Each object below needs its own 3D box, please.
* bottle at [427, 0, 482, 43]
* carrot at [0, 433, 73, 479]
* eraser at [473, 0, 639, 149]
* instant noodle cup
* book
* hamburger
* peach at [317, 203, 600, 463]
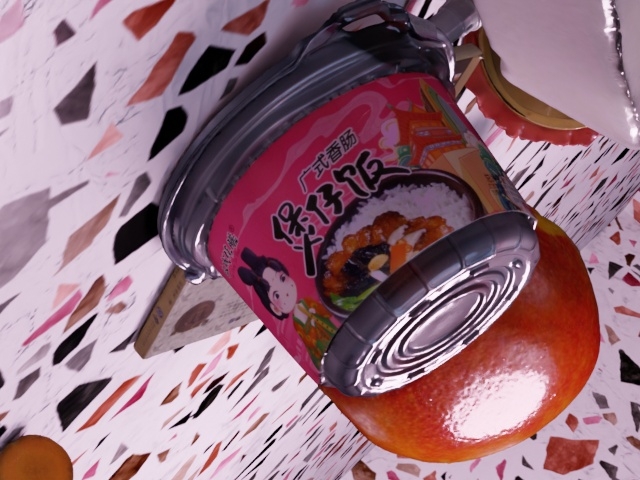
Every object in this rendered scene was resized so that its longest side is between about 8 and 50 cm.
[{"bbox_3d":[0.157,-0.220,1.322,0.217,0.060,0.060,-43,167,-24],"label":"bottle"},{"bbox_3d":[-0.252,0.226,1.337,0.061,0.061,0.209,-40,171,-34],"label":"carrot"},{"bbox_3d":[0.229,-0.213,1.223,0.331,0.150,0.331,-40,148,-32],"label":"eraser"},{"bbox_3d":[0.039,-0.006,1.159,0.258,0.181,0.302,-30,156,-20],"label":"instant noodle cup"},{"bbox_3d":[-0.013,-0.029,1.310,0.217,0.021,0.310,-17,150,-42],"label":"book"},{"bbox_3d":[0.199,-0.166,1.433,0.175,0.175,0.137,-47,-175,-2],"label":"hamburger"},{"bbox_3d":[0.147,0.107,1.836,0.332,0.308,0.308,-26,162,-17],"label":"peach"}]
